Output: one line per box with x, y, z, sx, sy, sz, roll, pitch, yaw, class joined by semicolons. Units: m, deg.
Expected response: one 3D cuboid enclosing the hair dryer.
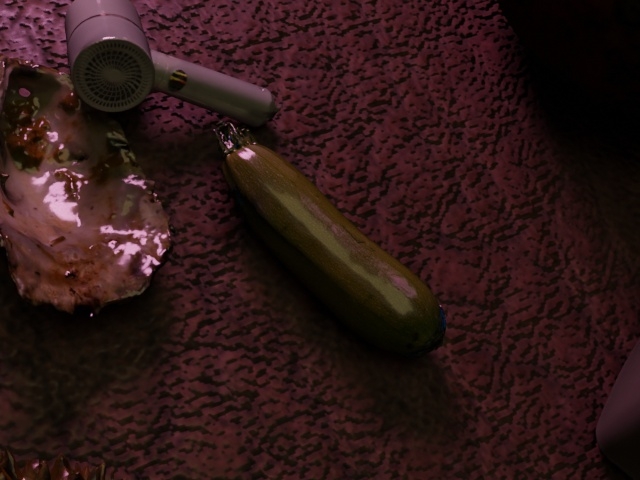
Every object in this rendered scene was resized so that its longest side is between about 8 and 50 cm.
-0.087;-0.102;0.594;0.137;0.047;0.082;16;27;-26;hair dryer

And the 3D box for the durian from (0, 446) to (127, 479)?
-0.107;0.164;0.409;0.252;0.144;0.139;23;72;-5;durian

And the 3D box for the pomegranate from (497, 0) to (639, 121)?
0.257;-0.227;0.587;0.285;0.341;0.285;6;66;-13;pomegranate

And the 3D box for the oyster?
-0.152;-0.036;0.540;0.105;0.056;0.177;-21;71;-36;oyster

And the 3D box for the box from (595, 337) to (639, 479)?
0.274;0.108;0.540;0.210;0.129;0.148;36;59;5;box

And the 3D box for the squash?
0.000;0.000;0.565;0.183;0.052;0.052;45;61;8;squash
